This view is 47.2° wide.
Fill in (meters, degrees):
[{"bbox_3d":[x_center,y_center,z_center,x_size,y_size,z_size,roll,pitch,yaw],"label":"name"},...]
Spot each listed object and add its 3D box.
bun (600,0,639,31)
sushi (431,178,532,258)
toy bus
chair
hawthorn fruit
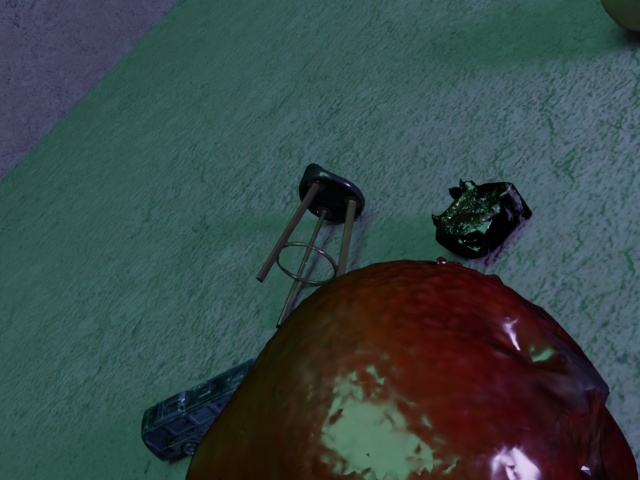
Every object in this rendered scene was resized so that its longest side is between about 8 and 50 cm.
[{"bbox_3d":[0.440,-0.324,0.895,0.188,0.111,0.164,-31,50,4],"label":"bun"},{"bbox_3d":[0.172,-0.022,0.818,0.085,0.056,0.083,19,69,51],"label":"sushi"},{"bbox_3d":[-0.125,0.191,0.824,0.166,0.065,0.047,-28,35,13],"label":"toy bus"},{"bbox_3d":[-0.001,0.000,0.929,0.095,0.104,0.221,6,52,14],"label":"chair"},{"bbox_3d":[0.060,0.174,0.475,0.311,0.295,0.295,-61,30,14],"label":"hawthorn fruit"}]
